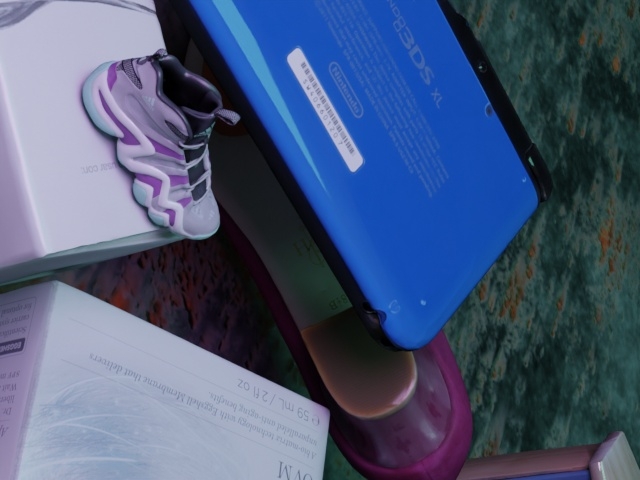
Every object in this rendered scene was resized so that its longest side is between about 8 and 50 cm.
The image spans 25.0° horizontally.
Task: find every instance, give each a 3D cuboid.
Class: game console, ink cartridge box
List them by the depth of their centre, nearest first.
[{"bbox_3d":[-0.200,-0.116,0.735,0.121,0.211,0.289,-14,90,-54],"label":"ink cartridge box"},{"bbox_3d":[-0.005,-0.112,0.863,0.250,0.173,0.293,-47,115,-36],"label":"game console"}]

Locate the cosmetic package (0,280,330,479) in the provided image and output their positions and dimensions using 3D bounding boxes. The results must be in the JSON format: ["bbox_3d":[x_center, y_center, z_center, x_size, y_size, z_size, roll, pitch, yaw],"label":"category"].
[{"bbox_3d":[-0.124,0.172,0.801,0.224,0.138,0.225,30,58,-42],"label":"cosmetic package"}]

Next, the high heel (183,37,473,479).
[{"bbox_3d":[0.000,0.000,1.010,0.181,0.127,0.377,61,11,-58],"label":"high heel"}]

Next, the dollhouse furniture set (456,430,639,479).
[{"bbox_3d":[0.106,0.316,0.986,0.303,0.198,0.286,-38,108,-48],"label":"dollhouse furniture set"}]

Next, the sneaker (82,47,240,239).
[{"bbox_3d":[-0.059,-0.044,0.663,0.098,0.069,0.038,55,43,-26],"label":"sneaker"}]
